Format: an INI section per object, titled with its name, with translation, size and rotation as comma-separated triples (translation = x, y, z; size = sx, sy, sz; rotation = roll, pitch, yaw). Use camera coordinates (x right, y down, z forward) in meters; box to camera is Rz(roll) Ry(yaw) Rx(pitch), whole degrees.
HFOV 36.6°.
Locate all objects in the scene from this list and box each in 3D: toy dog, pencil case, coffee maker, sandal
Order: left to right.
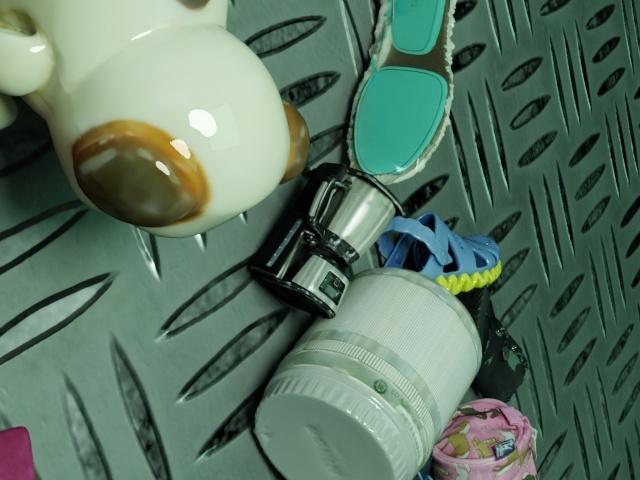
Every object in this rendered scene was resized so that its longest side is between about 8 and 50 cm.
[toy dog]
translation = -0.155, -0.203, 0.838
size = 0.285, 0.396, 0.407
rotation = -27, 102, -61
[coffee maker]
translation = 0.000, 0.000, 1.248
size = 0.120, 0.171, 0.178
rotation = 38, 77, -17
[sandal]
translation = 0.185, 0.018, 1.515
size = 0.317, 0.126, 0.138
rotation = -14, 95, -55
[pencil case]
translation = 0.299, 0.456, 1.604
size = 0.160, 0.167, 0.386
rotation = -40, 123, -42

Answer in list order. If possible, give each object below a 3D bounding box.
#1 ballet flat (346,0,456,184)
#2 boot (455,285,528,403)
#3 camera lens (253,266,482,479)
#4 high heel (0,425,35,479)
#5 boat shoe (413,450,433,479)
[ballet flat]
translation = 0.137, -0.244, 1.460
size = 0.147, 0.147, 0.408
rotation = 39, 59, -46
[boot]
translation = 0.270, 0.215, 1.639
size = 0.207, 0.094, 0.246
rotation = 57, 40, -30
[camera lens]
translation = 0.069, 0.183, 1.255
size = 0.274, 0.220, 0.219
rotation = -49, 126, -44
[high heel]
translation = -0.253, 0.360, 0.869
size = 0.181, 0.127, 0.377
rotation = -37, 115, -36
[boat shoe]
translation = 0.141, 0.412, 1.455
size = 0.109, 0.089, 0.258
rotation = 39, 58, -47
